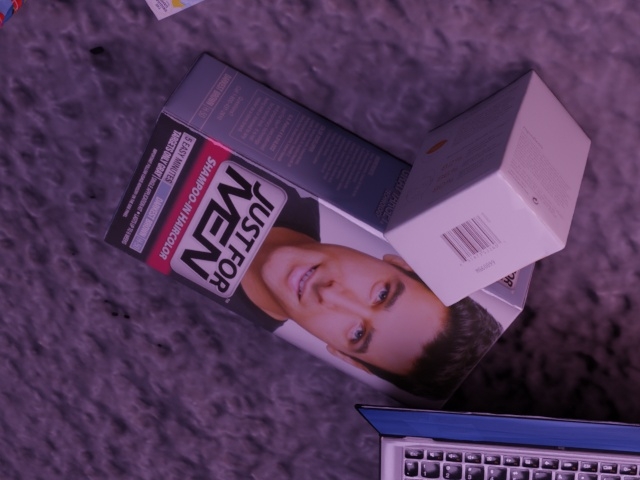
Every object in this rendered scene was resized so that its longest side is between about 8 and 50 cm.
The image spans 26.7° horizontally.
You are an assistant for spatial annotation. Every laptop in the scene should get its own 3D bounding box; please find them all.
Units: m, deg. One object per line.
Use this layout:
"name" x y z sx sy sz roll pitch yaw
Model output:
"laptop" 0.235 0.300 1.331 0.382 0.236 0.407 3 112 9

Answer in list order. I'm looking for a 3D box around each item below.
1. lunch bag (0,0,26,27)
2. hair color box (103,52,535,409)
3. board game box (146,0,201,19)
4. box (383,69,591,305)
"lunch bag" -0.416 -0.239 1.199 0.293 0.221 0.138 -3 125 23
"hair color box" 0.000 0.000 1.305 0.375 0.113 0.185 28 131 -4
"board game box" -0.141 -0.281 1.192 0.103 0.026 0.154 -17 119 31
"box" 0.148 -0.047 1.173 0.130 0.170 0.091 -30 110 36
